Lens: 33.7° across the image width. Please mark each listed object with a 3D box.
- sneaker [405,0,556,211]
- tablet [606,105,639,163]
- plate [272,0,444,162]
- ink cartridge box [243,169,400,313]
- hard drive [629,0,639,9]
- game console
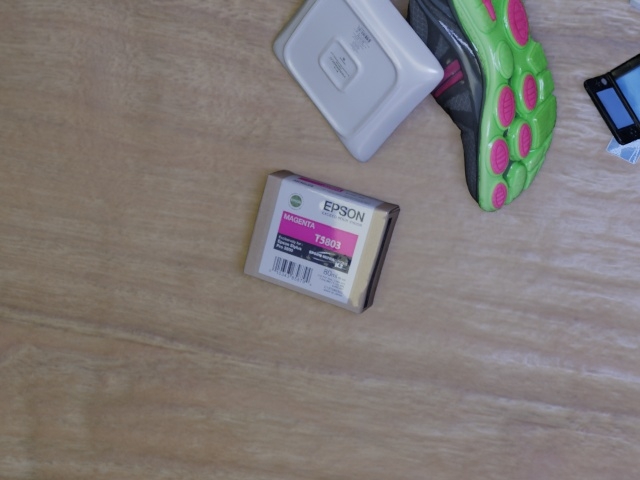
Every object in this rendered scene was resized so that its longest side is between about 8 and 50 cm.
[{"bbox_3d":[0.248,-0.287,1.736,0.202,0.185,0.483,4,110,54],"label":"sneaker"},{"bbox_3d":[0.512,-0.173,1.731,0.054,0.006,0.083,28,105,13],"label":"tablet"},{"bbox_3d":[0.044,-0.300,1.767,0.277,0.045,0.278,54,140,8],"label":"plate"},{"bbox_3d":[0.000,0.000,1.875,0.234,0.088,0.193,18,104,15],"label":"ink cartridge box"},{"bbox_3d":[0.648,-0.373,1.589,0.307,0.040,0.203,34,135,15],"label":"hard drive"},{"bbox_3d":[0.499,-0.228,1.690,0.071,0.107,0.122,-39,76,46],"label":"game console"}]
